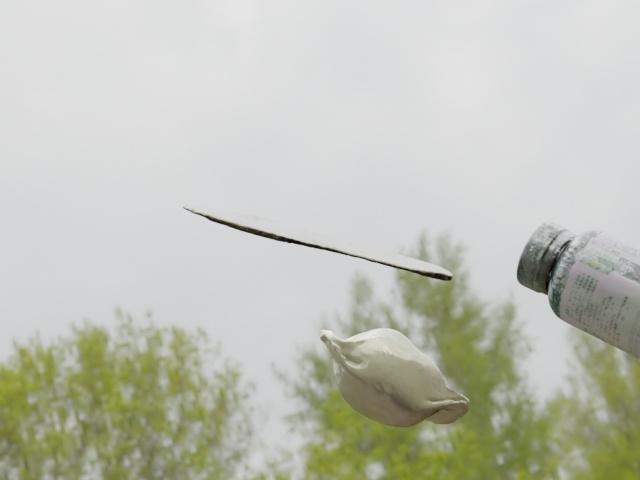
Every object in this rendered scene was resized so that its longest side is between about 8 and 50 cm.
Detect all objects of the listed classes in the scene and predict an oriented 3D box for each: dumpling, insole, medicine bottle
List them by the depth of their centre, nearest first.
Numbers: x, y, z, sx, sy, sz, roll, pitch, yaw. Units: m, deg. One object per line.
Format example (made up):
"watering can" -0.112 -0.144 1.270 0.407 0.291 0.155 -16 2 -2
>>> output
"insole" 0.000 0.000 1.759 0.348 0.119 0.009 14 -81 -18
"medicine bottle" 0.419 0.076 2.035 0.141 0.293 0.141 -41 -34 -37
"dumpling" 0.102 0.205 2.194 0.250 0.132 0.162 30 -17 -2
